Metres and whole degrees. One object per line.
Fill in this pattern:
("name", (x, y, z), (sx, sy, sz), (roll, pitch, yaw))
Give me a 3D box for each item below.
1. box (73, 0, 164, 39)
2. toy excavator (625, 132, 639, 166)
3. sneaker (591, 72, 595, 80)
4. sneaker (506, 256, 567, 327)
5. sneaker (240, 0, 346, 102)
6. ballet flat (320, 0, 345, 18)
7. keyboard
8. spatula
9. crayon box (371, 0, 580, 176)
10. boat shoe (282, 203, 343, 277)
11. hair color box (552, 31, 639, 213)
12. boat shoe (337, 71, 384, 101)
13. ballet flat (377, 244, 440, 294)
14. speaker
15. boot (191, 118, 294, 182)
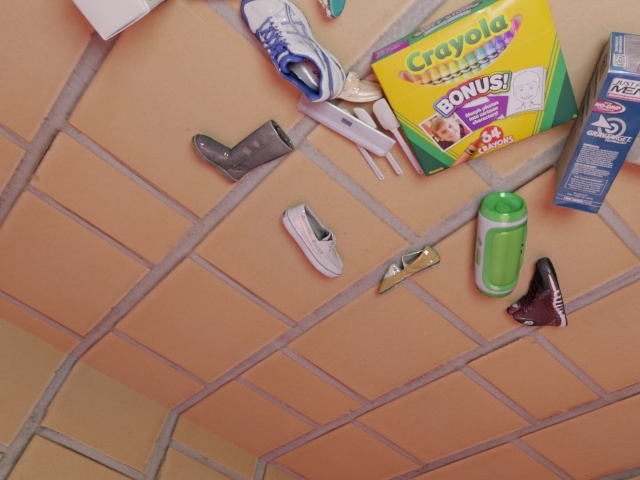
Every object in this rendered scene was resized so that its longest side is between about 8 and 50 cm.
("box", (-0.397, -0.532, 1.025), (0.127, 0.232, 0.148), (-21, 122, 22))
("toy excavator", (0.833, -0.369, 0.999), (0.223, 0.445, 0.432), (18, 87, -5))
("sneaker", (0.676, -0.383, 1.090), (0.175, 0.067, 0.064), (-32, 119, 31))
("sneaker", (0.638, 0.176, 1.520), (0.163, 0.106, 0.281), (-14, 126, 22))
("sneaker", (-0.068, -0.426, 1.101), (0.296, 0.131, 0.112), (42, 125, -4))
("ballet flat", (0.021, -0.587, 1.030), (0.077, 0.091, 0.240), (27, 130, 26))
("keyboard", (0.062, -0.288, 1.246), (0.256, 0.014, 0.072), (28, 147, -6))
("spatula", (0.150, -0.247, 1.276), (0.168, 0.019, 0.242), (-7, 137, 40))
("crayon box", (0.345, -0.353, 1.137), (0.363, 0.106, 0.313), (-21, 123, 23))
("boat shoe", (0.000, 0.000, 1.485), (0.088, 0.096, 0.267), (-24, 113, 30))
("hair color box", (0.617, -0.244, 1.098), (0.105, 0.173, 0.347), (15, 140, 16))
("boat shoe", (0.067, -0.370, 1.194), (0.170, 0.063, 0.059), (5, 135, 5))
("ballet flat", (0.256, 0.086, 1.537), (0.232, 0.080, 0.073), (-33, 89, 27))
("speaker", (0.496, 0.017, 1.399), (0.131, 0.131, 0.296), (-1, 128, 10))
("boot", (-0.203, -0.253, 1.321), (0.209, 0.076, 0.190), (-24, 136, 32))
